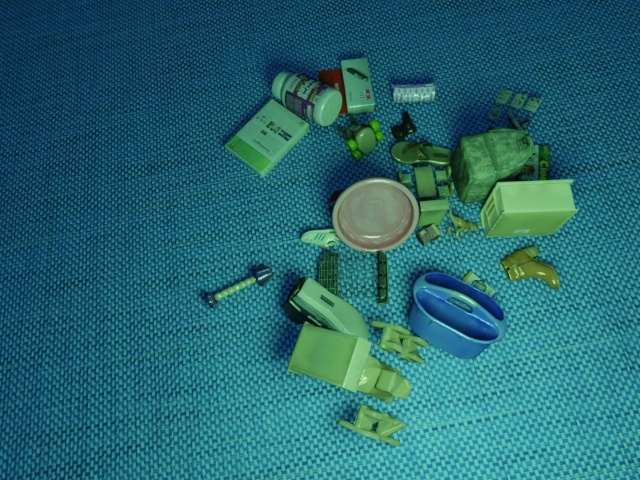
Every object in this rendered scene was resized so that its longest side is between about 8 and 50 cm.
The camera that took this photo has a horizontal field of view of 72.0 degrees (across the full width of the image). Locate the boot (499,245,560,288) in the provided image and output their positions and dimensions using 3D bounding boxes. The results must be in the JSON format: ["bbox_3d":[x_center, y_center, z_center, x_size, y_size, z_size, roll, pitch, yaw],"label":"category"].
[{"bbox_3d":[0.793,0.126,1.675,0.152,0.073,0.197,-23,57,-5],"label":"boot"}]

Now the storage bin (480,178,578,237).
[{"bbox_3d":[0.772,-0.109,1.662,0.262,0.260,0.123,-2,68,4],"label":"storage bin"}]

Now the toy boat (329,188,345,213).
[{"bbox_3d":[0.149,-0.163,1.792,0.230,0.151,0.151,-11,68,1],"label":"toy boat"}]

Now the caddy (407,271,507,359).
[{"bbox_3d":[0.475,0.252,1.551,0.341,0.179,0.241,28,44,14],"label":"caddy"}]

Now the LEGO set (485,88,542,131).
[{"bbox_3d":[0.840,-0.548,1.950,0.182,0.060,0.244,26,72,26],"label":"LEGO set"}]

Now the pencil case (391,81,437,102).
[{"bbox_3d":[0.424,-0.671,1.996,0.205,0.088,0.087,-3,67,4],"label":"pencil case"}]

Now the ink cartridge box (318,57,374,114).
[{"bbox_3d":[0.116,-0.716,2.054,0.238,0.060,0.276,-6,69,1],"label":"ink cartridge box"}]

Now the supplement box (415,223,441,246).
[{"bbox_3d":[0.435,-0.021,1.773,0.083,0.043,0.055,-28,70,-7],"label":"supplement box"}]

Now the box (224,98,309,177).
[{"bbox_3d":[-0.239,-0.466,1.991,0.232,0.058,0.322,38,76,17],"label":"box"}]

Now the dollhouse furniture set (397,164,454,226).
[{"bbox_3d":[0.432,-0.199,1.777,0.211,0.161,0.242,-5,69,3],"label":"dollhouse furniture set"}]

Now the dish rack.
[{"bbox_3d":[0.131,0.141,1.725,0.271,0.074,0.209,0,68,6],"label":"dish rack"}]

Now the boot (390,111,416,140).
[{"bbox_3d":[0.362,-0.509,1.964,0.099,0.045,0.121,-22,70,0],"label":"boot"}]

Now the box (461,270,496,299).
[{"bbox_3d":[0.602,0.192,1.688,0.136,0.028,0.081,42,78,15],"label":"box"}]

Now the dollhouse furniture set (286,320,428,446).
[{"bbox_3d":[0.124,0.440,1.494,0.256,0.394,0.363,3,65,46],"label":"dollhouse furniture set"}]

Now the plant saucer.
[{"bbox_3d":[0.210,-0.106,1.710,0.331,0.333,0.084,-3,34,4],"label":"plant saucer"}]

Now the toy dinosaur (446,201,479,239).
[{"bbox_3d":[0.542,-0.069,1.745,0.064,0.211,0.112,28,94,56],"label":"toy dinosaur"}]

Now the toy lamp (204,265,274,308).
[{"bbox_3d":[-0.316,0.181,1.743,0.274,0.080,0.080,-27,70,-3],"label":"toy lamp"}]

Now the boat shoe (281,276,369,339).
[{"bbox_3d":[0.014,0.286,1.665,0.340,0.158,0.127,41,38,-5],"label":"boat shoe"}]

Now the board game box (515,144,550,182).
[{"bbox_3d":[0.887,-0.285,1.844,0.136,0.030,0.260,8,70,5],"label":"board game box"}]

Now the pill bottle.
[{"bbox_3d":[-0.067,-0.647,1.978,0.301,0.169,0.169,31,75,21],"label":"pill bottle"}]

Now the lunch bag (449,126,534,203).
[{"bbox_3d":[0.667,-0.293,1.724,0.255,0.305,0.213,-11,71,4],"label":"lunch bag"}]

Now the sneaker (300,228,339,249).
[{"bbox_3d":[0.000,0.000,1.793,0.161,0.057,0.076,-7,63,-1],"label":"sneaker"}]

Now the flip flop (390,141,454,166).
[{"bbox_3d":[0.440,-0.379,1.887,0.276,0.080,0.112,10,71,8],"label":"flip flop"}]

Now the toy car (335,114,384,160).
[{"bbox_3d":[0.154,-0.475,1.925,0.155,0.149,0.188,-40,60,1],"label":"toy car"}]
